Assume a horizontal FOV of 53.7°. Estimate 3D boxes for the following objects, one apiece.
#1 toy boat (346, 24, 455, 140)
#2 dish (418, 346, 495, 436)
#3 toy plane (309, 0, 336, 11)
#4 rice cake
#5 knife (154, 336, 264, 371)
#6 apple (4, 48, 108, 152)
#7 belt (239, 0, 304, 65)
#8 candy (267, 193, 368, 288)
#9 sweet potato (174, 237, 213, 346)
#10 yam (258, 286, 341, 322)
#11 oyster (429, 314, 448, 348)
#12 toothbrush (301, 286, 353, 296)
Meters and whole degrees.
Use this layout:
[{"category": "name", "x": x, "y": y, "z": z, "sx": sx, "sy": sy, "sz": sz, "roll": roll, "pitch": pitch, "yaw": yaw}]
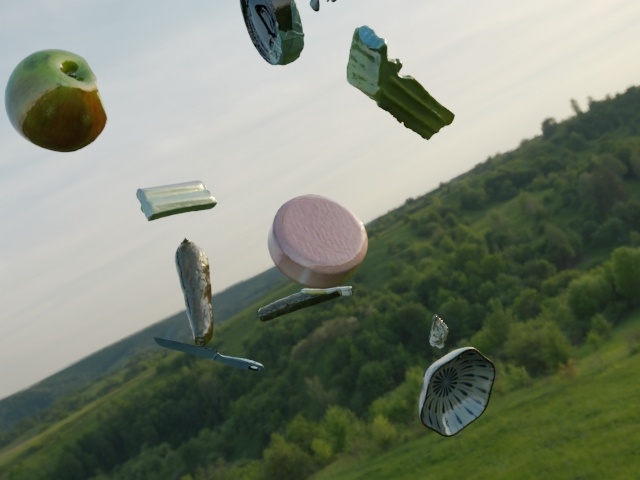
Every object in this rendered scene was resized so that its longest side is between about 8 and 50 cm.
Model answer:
[{"category": "toy boat", "x": 0.127, "y": -0.249, "z": 1.060, "sx": 0.084, "sy": 0.111, "sz": 0.276, "roll": -52, "pitch": -35, "yaw": 9}, {"category": "dish", "x": 0.255, "y": 0.289, "z": 1.256, "sx": 0.190, "sy": 0.191, "sz": 0.066, "roll": -26, "pitch": 28, "yaw": -20}, {"category": "toy plane", "x": 0.020, "y": -0.814, "z": 1.874, "sx": 0.246, "sy": 0.169, "sz": 0.078, "roll": -51, "pitch": -10, "yaw": 33}, {"category": "rice cake", "x": -0.335, "y": -0.099, "z": 1.476, "sx": 0.042, "sy": 0.080, "sz": 0.221, "roll": -39, "pitch": -11, "yaw": 32}, {"category": "knife", "x": -0.281, "y": 0.294, "z": 1.627, "sx": 0.312, "sy": 0.019, "sz": 0.044, "roll": 19, "pitch": -49, "yaw": -25}, {"category": "apple", "x": -0.639, "y": -0.347, "z": 1.556, "sx": 0.246, "sy": 0.246, "sz": 0.226, "roll": -25, "pitch": -25, "yaw": -54}, {"category": "belt", "x": -0.106, "y": -0.501, "z": 1.449, "sx": 0.078, "sy": 0.199, "sz": 0.151, "roll": -28, "pitch": 18, "yaw": -28}, {"category": "candy", "x": 0.000, "y": 0.000, "z": 1.549, "sx": 0.255, "sy": 0.255, "sz": 0.094, "roll": -25, "pitch": -24, "yaw": -33}, {"category": "sweet potato", "x": -0.275, "y": 0.117, "z": 1.400, "sx": 0.075, "sy": 0.274, "sz": 0.075, "roll": -11, "pitch": -32, "yaw": -7}, {"category": "yam", "x": -0.067, "y": 0.194, "z": 2.011, "sx": 0.273, "sy": 0.061, "sz": 0.061, "roll": -19, "pitch": -1, "yaw": -3}, {"category": "oyster", "x": 0.323, "y": 0.249, "z": 1.717, "sx": 0.051, "sy": 0.093, "sz": 0.034, "roll": 4, "pitch": -23, "yaw": 29}, {"category": "toothbrush", "x": 0.014, "y": 0.142, "z": 1.736, "sx": 0.021, "sy": 0.024, "sz": 0.288, "roll": -8, "pitch": -1, "yaw": -27}]
